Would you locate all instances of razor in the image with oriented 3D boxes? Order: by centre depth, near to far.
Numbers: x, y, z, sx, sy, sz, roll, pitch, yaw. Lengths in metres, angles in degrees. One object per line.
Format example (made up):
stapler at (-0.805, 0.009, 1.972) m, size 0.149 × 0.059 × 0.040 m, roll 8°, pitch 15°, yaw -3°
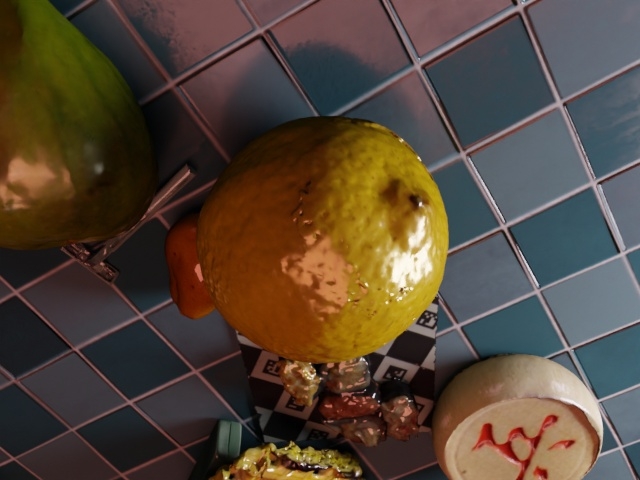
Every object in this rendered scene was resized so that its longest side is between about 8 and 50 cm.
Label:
razor at (-0.235, -0.025, 0.861) m, size 0.211 × 0.036 × 0.084 m, roll -37°, pitch 117°, yaw 22°

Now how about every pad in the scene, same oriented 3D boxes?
pad at (0.033, 0.234, 1.045) m, size 0.112 × 0.003 × 0.157 m, roll 26°, pitch 119°, yaw -16°

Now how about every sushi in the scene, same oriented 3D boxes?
sushi at (0.031, 0.213, 0.996) m, size 0.294 × 0.059 × 0.292 m, roll -4°, pitch 122°, yaw 3°

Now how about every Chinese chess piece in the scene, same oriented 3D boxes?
Chinese chess piece at (0.293, 0.287, 1.023) m, size 0.250 × 0.103 × 0.249 m, roll 0°, pitch 120°, yaw 0°

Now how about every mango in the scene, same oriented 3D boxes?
mango at (-0.151, 0.039, 0.868) m, size 0.084 × 0.105 × 0.159 m, roll -15°, pitch 138°, yaw -21°

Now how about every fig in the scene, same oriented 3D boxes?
fig at (-0.319, -0.129, 0.719) m, size 0.233 × 0.233 × 0.314 m, roll -37°, pitch 88°, yaw 21°

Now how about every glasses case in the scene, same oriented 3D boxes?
glasses case at (-0.177, 0.374, 1.089) m, size 0.039 × 0.077 × 0.184 m, roll 18°, pitch 121°, yaw -15°

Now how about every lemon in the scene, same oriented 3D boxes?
lemon at (0.001, -0.001, 0.740) m, size 0.293 × 0.293 × 0.293 m, roll 0°, pitch 122°, yaw 0°

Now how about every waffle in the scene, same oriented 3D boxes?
waffle at (-0.064, 0.414, 1.079) m, size 0.312 × 0.060 × 0.307 m, roll -6°, pitch 133°, yaw -22°
